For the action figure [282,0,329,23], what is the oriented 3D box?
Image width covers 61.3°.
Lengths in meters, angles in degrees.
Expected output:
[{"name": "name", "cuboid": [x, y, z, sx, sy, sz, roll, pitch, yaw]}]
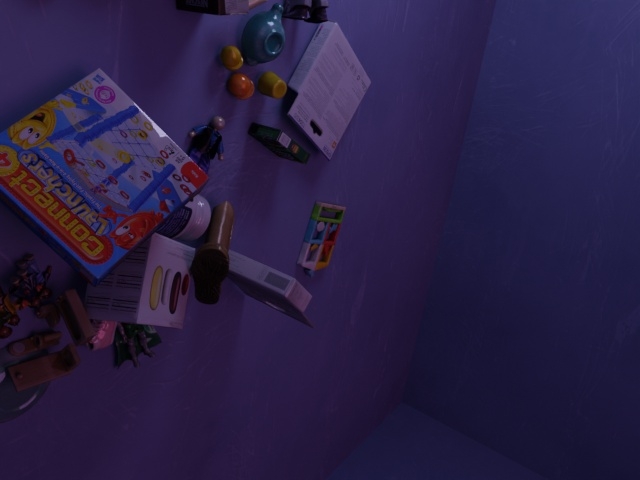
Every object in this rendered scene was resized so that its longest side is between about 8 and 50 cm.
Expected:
[{"name": "action figure", "cuboid": [-0.029, -0.754, 1.480, 0.185, 0.099, 0.284, -10, 114, -48]}]

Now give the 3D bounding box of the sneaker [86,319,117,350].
[{"name": "sneaker", "cuboid": [-0.537, 0.209, 1.310, 0.070, 0.051, 0.134, -22, 132, -57]}]

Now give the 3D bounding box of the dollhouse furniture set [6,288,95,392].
[{"name": "dollhouse furniture set", "cuboid": [-0.581, 0.209, 1.143, 0.151, 0.144, 0.123, -37, 167, 32]}]

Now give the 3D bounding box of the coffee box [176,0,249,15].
[{"name": "coffee box", "cuboid": [-0.238, -0.627, 1.170, 0.098, 0.141, 0.246, -32, 134, -46]}]

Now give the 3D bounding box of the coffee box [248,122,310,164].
[{"name": "coffee box", "cuboid": [-0.119, -0.286, 1.609, 0.184, 0.113, 0.040, 29, 82, -61]}]

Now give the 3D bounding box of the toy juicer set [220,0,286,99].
[{"name": "toy juicer set", "cuboid": [-0.175, -0.524, 1.405, 0.209, 0.089, 0.328, -21, 135, -36]}]

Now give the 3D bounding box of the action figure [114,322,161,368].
[{"name": "action figure", "cuboid": [-0.488, 0.220, 1.393, 0.137, 0.064, 0.232, -36, 134, -38]}]

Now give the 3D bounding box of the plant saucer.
[{"name": "plant saucer", "cuboid": [-0.671, 0.321, 1.182, 0.195, 0.037, 0.194, -35, 136, -42]}]

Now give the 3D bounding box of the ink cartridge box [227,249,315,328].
[{"name": "ink cartridge box", "cuboid": [-0.159, 0.142, 1.634, 0.066, 0.296, 0.261, -59, 149, -16]}]

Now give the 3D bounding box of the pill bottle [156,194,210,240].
[{"name": "pill bottle", "cuboid": [-0.387, -0.085, 1.263, 0.265, 0.153, 0.153, 26, 86, -60]}]

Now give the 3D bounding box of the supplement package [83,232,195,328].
[{"name": "supplement package", "cuboid": [-0.415, 0.093, 1.256, 0.194, 0.149, 0.203, 36, 59, -70]}]

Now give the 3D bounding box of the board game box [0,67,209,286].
[{"name": "board game box", "cuboid": [-0.433, -0.125, 1.044, 0.308, 0.086, 0.302, 45, 60, -9]}]

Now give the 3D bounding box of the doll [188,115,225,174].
[{"name": "doll", "cuboid": [-0.298, -0.239, 1.414, 0.129, 0.046, 0.188, 31, 75, -50]}]

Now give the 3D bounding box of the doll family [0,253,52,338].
[{"name": "doll family", "cuboid": [-0.617, 0.118, 1.104, 0.193, 0.076, 0.111, -48, 140, -36]}]

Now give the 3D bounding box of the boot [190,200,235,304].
[{"name": "boot", "cuboid": [-0.272, -0.002, 1.409, 0.236, 0.089, 0.269, 117, -17, -47]}]

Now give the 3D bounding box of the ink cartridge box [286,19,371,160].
[{"name": "ink cartridge box", "cuboid": [0.017, -0.475, 1.754, 0.330, 0.071, 0.324, -61, 150, -6]}]

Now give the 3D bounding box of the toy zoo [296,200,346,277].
[{"name": "toy zoo", "cuboid": [0.000, 0.000, 2.064, 0.192, 0.030, 0.293, 3, 106, -59]}]
